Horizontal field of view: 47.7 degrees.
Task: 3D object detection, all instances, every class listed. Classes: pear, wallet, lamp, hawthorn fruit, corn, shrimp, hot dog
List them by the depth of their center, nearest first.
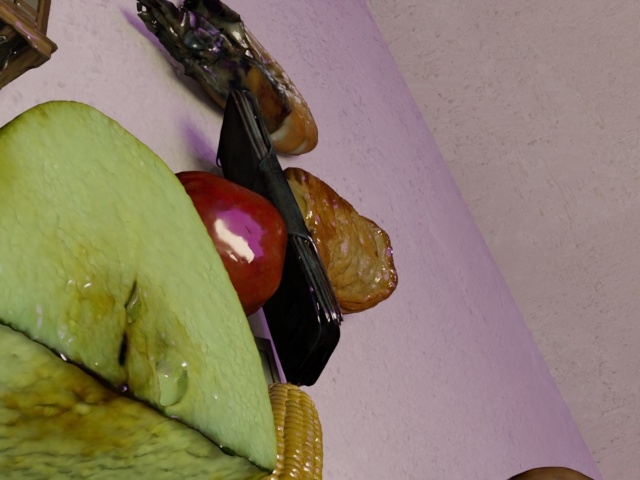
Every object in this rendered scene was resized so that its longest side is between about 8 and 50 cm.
[{"bbox_3d":[-0.171,0.039,0.474,0.292,0.159,0.292,54,21,-31],"label":"pear"},{"bbox_3d":[-0.050,0.216,0.580,0.101,0.101,0.292,56,18,-18],"label":"corn"},{"bbox_3d":[-0.290,-0.274,0.655,0.090,0.089,0.325,42,31,-46],"label":"lamp"},{"bbox_3d":[-0.114,0.000,0.680,0.172,0.148,0.148,42,29,-29],"label":"hawthorn fruit"},{"bbox_3d":[-0.056,-0.006,0.807,0.172,0.045,0.318,113,-38,-58],"label":"wallet"},{"bbox_3d":[-0.001,0.002,0.980,0.259,0.114,0.175,32,42,-50],"label":"hot dog"},{"bbox_3d":[-0.126,-0.271,1.052,0.272,0.085,0.445,65,18,19],"label":"shrimp"}]

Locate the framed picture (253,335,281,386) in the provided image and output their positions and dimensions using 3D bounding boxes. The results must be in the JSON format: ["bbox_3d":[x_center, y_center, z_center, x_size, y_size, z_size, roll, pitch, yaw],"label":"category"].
[{"bbox_3d":[-0.076,0.232,0.654,0.247,0.022,0.335,27,41,-58],"label":"framed picture"}]

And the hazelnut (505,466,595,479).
[{"bbox_3d":[0.280,0.454,0.827,0.366,0.365,0.366,49,25,-33],"label":"hazelnut"}]
